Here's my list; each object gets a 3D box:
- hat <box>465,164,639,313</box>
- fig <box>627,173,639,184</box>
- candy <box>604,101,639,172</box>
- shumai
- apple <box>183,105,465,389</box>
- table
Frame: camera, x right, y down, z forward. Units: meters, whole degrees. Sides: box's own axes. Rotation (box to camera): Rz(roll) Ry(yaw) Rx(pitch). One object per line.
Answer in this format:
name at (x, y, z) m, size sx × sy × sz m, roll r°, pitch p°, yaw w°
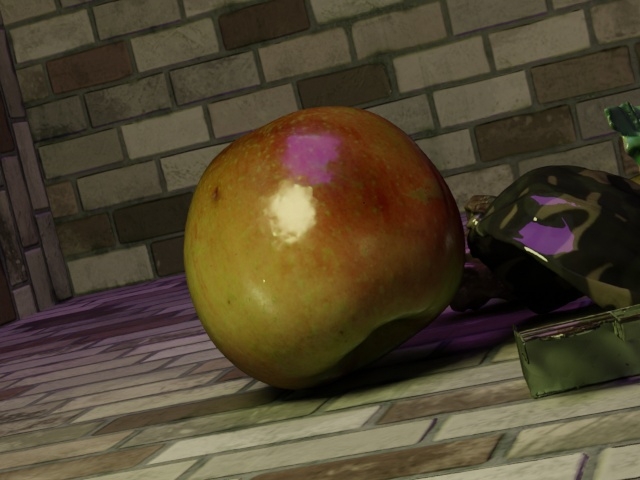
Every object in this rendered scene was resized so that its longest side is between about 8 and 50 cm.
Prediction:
hat at (0.367, -0.020, 1.597) m, size 0.381 × 0.257 × 0.366 m, roll -35°, pitch 12°, yaw -14°
fig at (0.417, -0.027, 1.809) m, size 0.166 × 0.154 × 0.144 m, roll -47°, pitch 36°, yaw 21°
candy at (0.428, -0.049, 1.379) m, size 0.398 × 0.263 × 0.172 m, roll -23°, pitch -21°, yaw -43°
shumai at (0.218, 0.029, 1.877) m, size 0.153 × 0.161 × 0.209 m, roll -36°, pitch 31°, yaw -8°
apple at (0.000, 0.000, 1.610) m, size 0.319 × 0.277 × 0.319 m, roll -28°, pitch -15°, yaw -8°
table at (0.252, 0.092, 1.313) m, size 0.146 × 0.062 × 0.175 m, roll -13°, pitch 3°, yaw 5°
